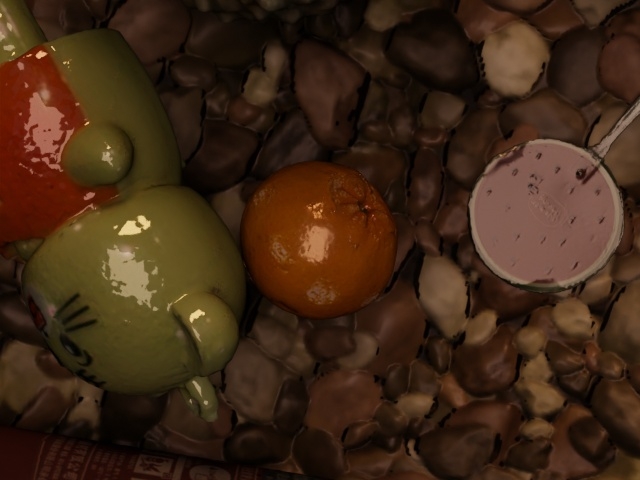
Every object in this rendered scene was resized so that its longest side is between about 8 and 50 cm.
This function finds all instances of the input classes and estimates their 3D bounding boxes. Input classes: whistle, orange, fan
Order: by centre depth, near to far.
[{"bbox_3d":[-0.125,-0.036,0.547,0.106,0.131,0.288,-31,90,-26],"label":"whistle"},{"bbox_3d":[0.000,0.000,0.569,0.070,0.083,0.083,-28,90,44],"label":"orange"},{"bbox_3d":[0.138,-0.032,0.605,0.085,0.005,0.133,40,91,1],"label":"fan"}]

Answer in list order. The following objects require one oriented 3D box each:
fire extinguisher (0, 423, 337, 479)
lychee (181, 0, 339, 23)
[{"bbox_3d":[-0.057,0.166,0.542,0.337,0.135,0.114,9,96,-1],"label":"fire extinguisher"},{"bbox_3d":[-0.029,-0.233,0.488,0.255,0.255,0.274,1,105,0],"label":"lychee"}]
